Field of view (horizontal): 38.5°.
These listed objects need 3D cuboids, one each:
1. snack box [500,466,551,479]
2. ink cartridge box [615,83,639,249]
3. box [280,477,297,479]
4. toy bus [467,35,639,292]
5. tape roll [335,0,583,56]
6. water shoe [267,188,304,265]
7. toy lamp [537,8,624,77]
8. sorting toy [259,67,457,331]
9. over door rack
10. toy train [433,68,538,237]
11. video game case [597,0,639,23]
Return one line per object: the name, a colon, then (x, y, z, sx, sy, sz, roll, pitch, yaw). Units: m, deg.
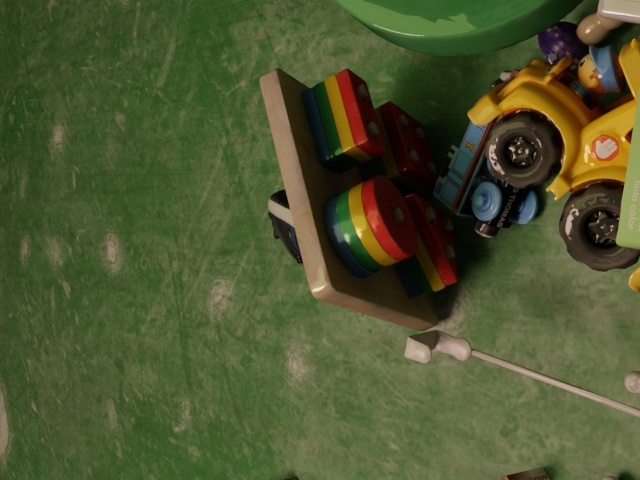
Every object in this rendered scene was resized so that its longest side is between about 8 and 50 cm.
snack box: (0.174, 0.307, 0.998, 0.178, 0.064, 0.022, -54, 50, 35)
ink cartridge box: (0.383, -0.020, 0.528, 0.353, 0.207, 0.119, 12, 94, 55)
box: (-0.080, 0.500, 1.308, 0.216, 0.060, 0.270, -36, 62, 45)
toy bus: (0.271, -0.101, 0.786, 0.220, 0.149, 0.211, 46, 123, 7)
tape roll: (0.132, -0.339, 0.863, 0.321, 0.077, 0.321, -1, 86, 23)
water shoe: (0.000, 0.000, 1.229, 0.203, 0.073, 0.080, 42, 142, 47)
toy lamp: (0.317, -0.249, 0.824, 0.275, 0.080, 0.080, -41, 59, 41)
sorting toy: (0.064, -0.049, 1.006, 0.089, 0.257, 0.255, -24, 66, 24)
over door rack: (0.223, 0.233, 0.869, 0.324, 0.108, 0.239, 15, 102, 25)
toy train: (0.194, -0.097, 0.973, 0.105, 0.080, 0.184, 46, 124, 48)
video game case: (0.403, -0.290, 0.678, 0.329, 0.036, 0.300, 19, 105, 31)
